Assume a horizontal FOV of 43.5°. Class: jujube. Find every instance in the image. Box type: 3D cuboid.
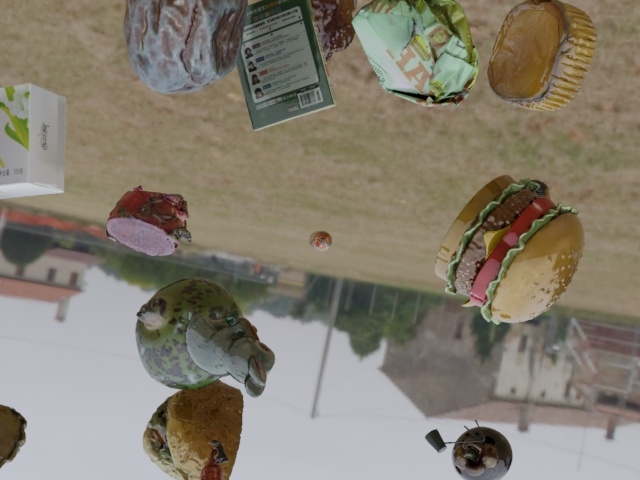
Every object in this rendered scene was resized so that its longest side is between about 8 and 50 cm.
[{"bbox_3d":[-0.259,-0.427,1.523,0.215,0.308,0.246,14,179,13],"label":"jujube"}]

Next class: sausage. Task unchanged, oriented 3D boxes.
[{"bbox_3d":[0.000,0.000,2.126,0.053,0.053,0.348,11,180,-3],"label":"sausage"}]

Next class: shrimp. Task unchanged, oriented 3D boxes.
[{"bbox_3d":[-0.634,0.361,1.381,0.253,0.058,0.173,-16,-136,-19],"label":"shrimp"}]

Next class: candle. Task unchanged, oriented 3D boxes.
[{"bbox_3d":[-0.220,0.546,1.610,0.059,0.301,0.084,1,143,0],"label":"candle"}]

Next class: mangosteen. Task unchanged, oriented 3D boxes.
[{"bbox_3d":[0.333,0.451,1.679,0.140,0.140,0.140,11,176,1],"label":"mangosteen"}]

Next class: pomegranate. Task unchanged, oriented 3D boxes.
[{"bbox_3d":[-0.299,0.200,1.782,0.254,0.254,0.270,8,152,40],"label":"pomegranate"}]

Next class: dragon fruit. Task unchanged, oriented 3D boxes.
[{"bbox_3d":[-0.454,-0.059,2.196,0.282,0.147,0.211,-1,146,25],"label":"dragon fruit"}]

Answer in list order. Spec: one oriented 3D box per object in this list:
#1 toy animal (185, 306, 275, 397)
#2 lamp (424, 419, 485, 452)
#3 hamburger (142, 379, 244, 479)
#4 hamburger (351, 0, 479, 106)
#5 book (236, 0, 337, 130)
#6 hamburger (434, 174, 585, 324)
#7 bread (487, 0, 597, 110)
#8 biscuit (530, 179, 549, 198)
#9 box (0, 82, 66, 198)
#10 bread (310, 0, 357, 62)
[{"bbox_3d":[-0.151,0.217,1.494,0.125,0.127,0.251,-33,-140,-23],"label":"toy animal"},{"bbox_3d":[0.270,0.396,1.603,0.121,0.041,0.054,-10,-132,-32],"label":"lamp"},{"bbox_3d":[-0.308,0.447,1.901,0.209,0.162,0.330,26,-146,-23],"label":"hamburger"},{"bbox_3d":[0.159,-0.334,1.295,0.125,0.235,0.214,-27,-155,-27],"label":"hamburger"},{"bbox_3d":[-0.089,-0.392,1.736,0.202,0.264,0.027,-14,-178,23],"label":"book"},{"bbox_3d":[0.372,0.030,1.511,0.212,0.274,0.274,38,-171,27],"label":"hamburger"},{"bbox_3d":[0.401,-0.330,1.436,0.104,0.199,0.199,6,180,-33],"label":"bread"},{"bbox_3d":[0.577,-0.124,2.185,0.087,0.089,0.027,13,170,36],"label":"biscuit"},{"bbox_3d":[-0.626,-0.183,1.544,0.260,0.194,0.111,-5,172,24],"label":"box"},{"bbox_3d":[-0.023,-0.542,1.993,0.232,0.246,0.135,22,-167,-34],"label":"bread"}]
